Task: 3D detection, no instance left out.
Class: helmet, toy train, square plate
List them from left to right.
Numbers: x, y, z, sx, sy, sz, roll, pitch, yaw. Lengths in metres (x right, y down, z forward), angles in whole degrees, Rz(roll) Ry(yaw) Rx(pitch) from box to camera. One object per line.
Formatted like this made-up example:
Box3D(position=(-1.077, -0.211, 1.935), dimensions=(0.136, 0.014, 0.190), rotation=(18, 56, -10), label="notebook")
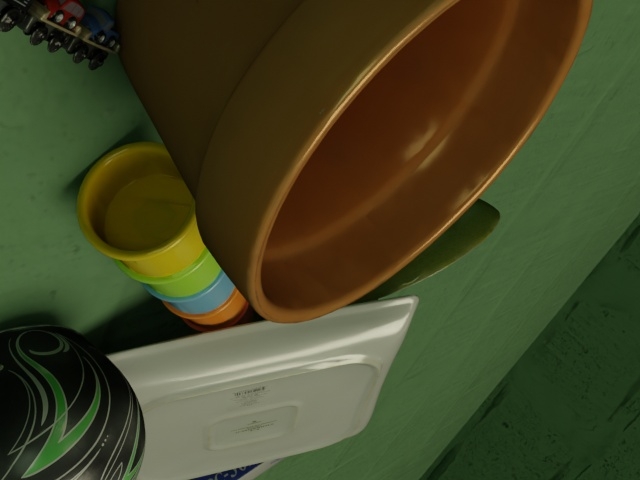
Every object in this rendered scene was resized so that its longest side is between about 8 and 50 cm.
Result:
Box3D(position=(-0.225, 0.166, 0.770), dimensions=(0.169, 0.161, 0.169), rotation=(-22, 147, -15), label="helmet")
Box3D(position=(-0.152, -0.127, 0.537), dimensions=(0.036, 0.027, 0.158), rotation=(-55, 170, 6), label="toy train")
Box3D(position=(-0.081, 0.182, 1.033), dimensions=(0.347, 0.049, 0.344), rotation=(-10, 152, -13), label="square plate")

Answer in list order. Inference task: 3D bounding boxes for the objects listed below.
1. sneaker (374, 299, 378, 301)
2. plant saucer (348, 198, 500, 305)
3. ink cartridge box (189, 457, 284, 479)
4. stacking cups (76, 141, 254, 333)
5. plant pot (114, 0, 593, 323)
Box3D(position=(0.014, 0.094, 1.192), dimensions=(0.130, 0.109, 0.286), rotation=(-58, 174, -1), label="sneaker")
Box3D(position=(0.086, 0.003, 1.092), dimensions=(0.241, 0.037, 0.241), rotation=(-25, -168, 6), label="plant saucer")
Box3D(position=(-0.106, 0.271, 1.291), dimensions=(0.207, 0.097, 0.046), rotation=(-27, 152, -41), label="ink cartridge box")
Box3D(position=(-0.117, 0.028, 0.836), dimensions=(0.096, 0.096, 0.316), rotation=(-41, 160, -11), label="stacking cups")
Box3D(position=(0.002, -0.117, 0.631), dimensions=(0.291, 0.203, 0.291), rotation=(-38, 158, -19), label="plant pot")
